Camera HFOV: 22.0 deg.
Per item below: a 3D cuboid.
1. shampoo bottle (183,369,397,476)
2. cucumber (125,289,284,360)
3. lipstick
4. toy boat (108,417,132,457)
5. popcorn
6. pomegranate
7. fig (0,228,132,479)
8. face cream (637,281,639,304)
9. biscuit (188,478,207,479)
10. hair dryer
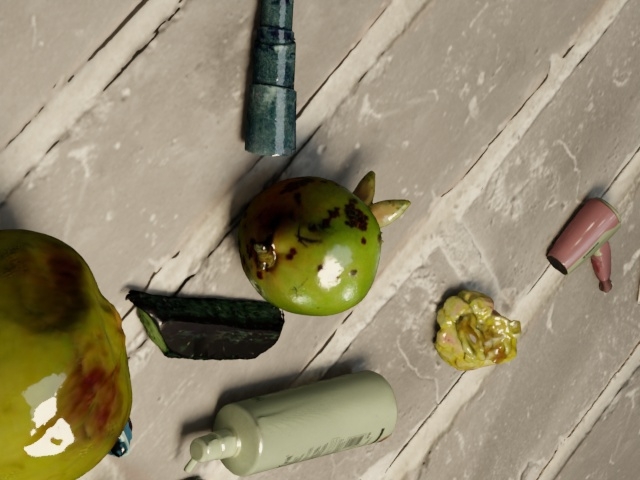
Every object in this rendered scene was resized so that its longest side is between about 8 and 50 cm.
[{"bbox_3d":[-0.033,0.207,1.833,0.262,0.085,0.085,-9,114,-41],"label":"shampoo bottle"},{"bbox_3d":[-0.123,0.097,1.732,0.220,0.046,0.070,8,110,-46],"label":"cucumber"},{"bbox_3d":[-0.045,-0.203,1.664,0.053,0.053,0.234,-13,115,-40],"label":"lipstick"},{"bbox_3d":[-0.234,0.175,1.644,0.061,0.060,0.137,-64,145,-33],"label":"toy boat"},{"bbox_3d":[0.191,0.118,2.012,0.097,0.089,0.109,-51,139,2],"label":"popcorn"},{"bbox_3d":[0.004,-0.013,1.731,0.220,0.156,0.156,-50,137,-40],"label":"pomegranate"},{"bbox_3d":[-0.304,0.117,1.450,0.271,0.239,0.239,-14,122,-4],"label":"fig"},{"bbox_3d":[0.455,0.035,2.270,0.038,0.020,0.115,-18,123,-38],"label":"face cream"},{"bbox_3d":[-0.140,0.411,1.859,0.099,0.038,0.322,-23,123,-32],"label":"biscuit"},{"bbox_3d":[0.360,0.024,2.158,0.106,0.054,0.154,-49,139,-10],"label":"hair dryer"}]
